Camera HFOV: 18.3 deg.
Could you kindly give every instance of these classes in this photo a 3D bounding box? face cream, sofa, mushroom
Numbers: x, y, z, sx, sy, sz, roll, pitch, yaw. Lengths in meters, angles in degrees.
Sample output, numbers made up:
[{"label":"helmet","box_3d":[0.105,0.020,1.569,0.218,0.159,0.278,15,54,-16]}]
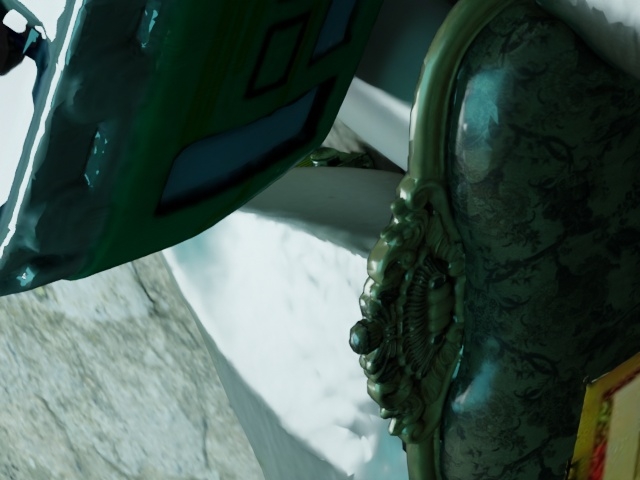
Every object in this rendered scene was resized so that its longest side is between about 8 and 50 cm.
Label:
[{"label":"face cream","box_3d":[0.038,-0.062,0.773,0.182,0.051,0.072,41,142,27]},{"label":"sofa","box_3d":[0.142,0.030,0.592,0.200,0.182,0.258,30,136,35]},{"label":"mushroom","box_3d":[0.029,0.165,0.855,0.177,0.126,0.397,12,118,33]}]

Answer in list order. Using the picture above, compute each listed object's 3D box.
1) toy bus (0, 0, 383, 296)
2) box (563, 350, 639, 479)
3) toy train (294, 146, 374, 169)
[{"label":"toy bus","box_3d":[-0.052,-0.166,0.643,0.183,0.199,0.344,43,130,26]},{"label":"box","box_3d":[0.225,0.036,0.430,0.193,0.084,0.301,40,124,-15]},{"label":"toy train","box_3d":[0.000,0.000,0.880,0.056,0.038,0.093,23,132,45]}]
